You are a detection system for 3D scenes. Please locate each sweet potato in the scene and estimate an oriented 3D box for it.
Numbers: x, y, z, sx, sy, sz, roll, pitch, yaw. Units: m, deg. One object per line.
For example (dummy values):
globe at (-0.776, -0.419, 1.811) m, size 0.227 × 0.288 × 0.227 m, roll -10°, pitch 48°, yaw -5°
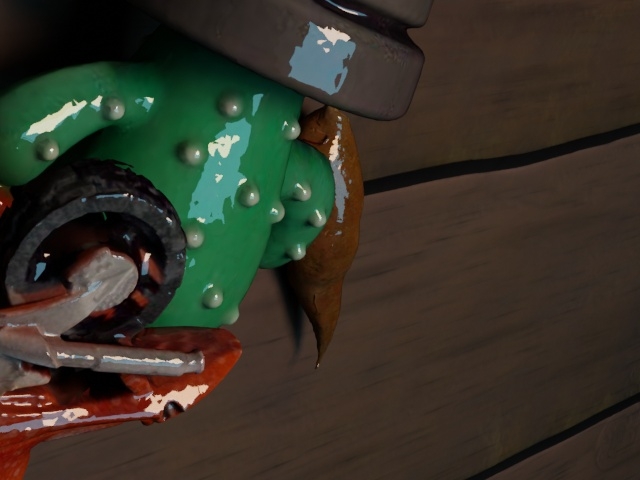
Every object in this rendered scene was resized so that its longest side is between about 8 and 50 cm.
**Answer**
sweet potato at (0.000, 0.000, 1.238) m, size 0.056 × 0.056 × 0.194 m, roll -35°, pitch 138°, yaw -45°

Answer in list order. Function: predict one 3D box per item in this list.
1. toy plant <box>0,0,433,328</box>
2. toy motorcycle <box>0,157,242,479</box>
toy plant at (-0.045, -0.087, 0.995) m, size 0.400 × 0.185 × 0.279 m, roll -65°, pitch 168°, yaw 7°
toy motorcycle at (-0.186, 0.075, 0.874) m, size 0.298 × 0.089 × 0.171 m, roll -28°, pitch 130°, yaw -8°
